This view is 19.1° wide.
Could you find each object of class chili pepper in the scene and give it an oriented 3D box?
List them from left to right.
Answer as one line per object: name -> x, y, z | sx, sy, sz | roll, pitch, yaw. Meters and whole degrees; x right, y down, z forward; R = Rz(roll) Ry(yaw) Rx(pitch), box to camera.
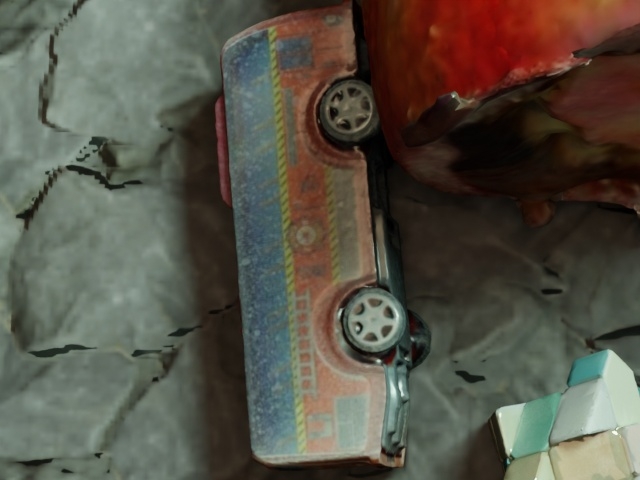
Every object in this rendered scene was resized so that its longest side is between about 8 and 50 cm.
chili pepper -> 0.130, -0.165, 0.748 | 0.251, 0.229, 0.305 | -29, 57, 36

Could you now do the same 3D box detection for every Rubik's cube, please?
Rubik's cube -> 0.109, 0.087, 0.757 | 0.084, 0.073, 0.075 | -33, 80, -1

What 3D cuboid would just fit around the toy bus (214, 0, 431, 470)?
toy bus -> 0.000, 0.000, 0.785 | 0.077, 0.065, 0.192 | -7, 79, 10
